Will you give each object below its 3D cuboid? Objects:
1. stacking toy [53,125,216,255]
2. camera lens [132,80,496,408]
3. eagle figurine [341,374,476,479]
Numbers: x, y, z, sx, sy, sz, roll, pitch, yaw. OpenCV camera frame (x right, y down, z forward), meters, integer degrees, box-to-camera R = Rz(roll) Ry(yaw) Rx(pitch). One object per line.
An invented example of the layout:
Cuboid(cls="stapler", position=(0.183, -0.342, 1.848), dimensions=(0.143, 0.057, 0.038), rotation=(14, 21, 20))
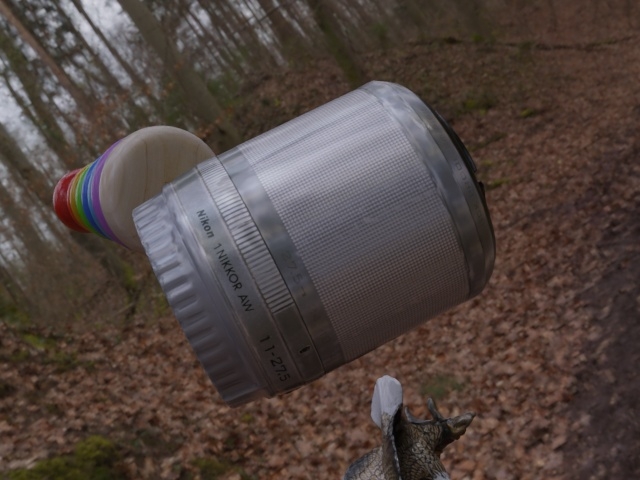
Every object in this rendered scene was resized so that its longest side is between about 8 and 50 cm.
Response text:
Cuboid(cls="stacking toy", position=(-0.246, -0.057, 0.912), dimensions=(0.141, 0.141, 0.330), rotation=(-31, 19, -29))
Cuboid(cls="camera lens", position=(0.000, 0.000, 0.679), dimensions=(0.274, 0.219, 0.219), rotation=(-26, -5, -7))
Cuboid(cls="eagle figurine", position=(0.122, 0.350, 1.112), dimensions=(0.225, 0.226, 0.298), rotation=(-5, 14, 40))
